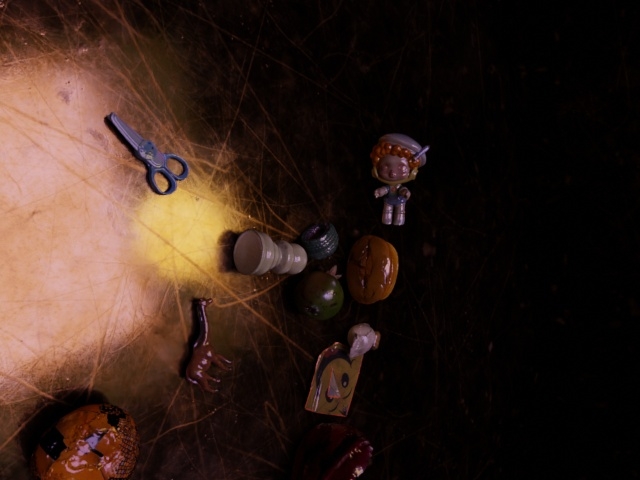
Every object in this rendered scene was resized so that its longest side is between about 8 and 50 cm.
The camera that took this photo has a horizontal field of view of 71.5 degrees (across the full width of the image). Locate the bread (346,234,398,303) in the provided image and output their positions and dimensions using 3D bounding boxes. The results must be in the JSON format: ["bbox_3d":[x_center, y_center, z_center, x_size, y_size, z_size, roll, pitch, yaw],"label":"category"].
[{"bbox_3d":[0.202,0.116,1.758,0.142,0.195,0.270,9,87,-53],"label":"bread"}]

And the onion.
[{"bbox_3d":[0.042,0.748,1.580,0.314,0.280,0.146,-28,95,-40],"label":"onion"}]

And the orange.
[{"bbox_3d":[-0.549,0.508,1.053,0.234,0.182,0.234,15,69,-48],"label":"orange"}]

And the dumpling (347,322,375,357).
[{"bbox_3d":[0.163,0.407,1.790,0.188,0.108,0.127,-34,129,-63],"label":"dumpling"}]

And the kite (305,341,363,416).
[{"bbox_3d":[0.068,0.563,1.759,0.377,0.013,0.328,-28,110,-43],"label":"kite"}]

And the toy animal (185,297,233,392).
[{"bbox_3d":[-0.338,0.314,1.331,0.230,0.066,0.224,50,59,-26],"label":"toy animal"}]

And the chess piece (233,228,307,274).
[{"bbox_3d":[-0.145,0.050,1.470,0.251,0.144,0.144,10,84,-48],"label":"chess piece"}]

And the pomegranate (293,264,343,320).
[{"bbox_3d":[0.003,0.176,1.594,0.181,0.181,0.224,60,33,-26],"label":"pomegranate"}]

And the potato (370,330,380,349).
[{"bbox_3d":[0.230,0.426,1.893,0.051,0.040,0.083,31,71,-50],"label":"potato"}]

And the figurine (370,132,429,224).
[{"bbox_3d":[0.308,-0.263,1.901,0.205,0.224,0.382,-29,137,-62],"label":"figurine"}]

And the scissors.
[{"bbox_3d":[-0.473,-0.244,1.213,0.256,0.030,0.125,51,56,-34],"label":"scissors"}]

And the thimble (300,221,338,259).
[{"bbox_3d":[-0.002,0.001,1.610,0.135,0.118,0.090,-56,132,-47],"label":"thimble"}]
